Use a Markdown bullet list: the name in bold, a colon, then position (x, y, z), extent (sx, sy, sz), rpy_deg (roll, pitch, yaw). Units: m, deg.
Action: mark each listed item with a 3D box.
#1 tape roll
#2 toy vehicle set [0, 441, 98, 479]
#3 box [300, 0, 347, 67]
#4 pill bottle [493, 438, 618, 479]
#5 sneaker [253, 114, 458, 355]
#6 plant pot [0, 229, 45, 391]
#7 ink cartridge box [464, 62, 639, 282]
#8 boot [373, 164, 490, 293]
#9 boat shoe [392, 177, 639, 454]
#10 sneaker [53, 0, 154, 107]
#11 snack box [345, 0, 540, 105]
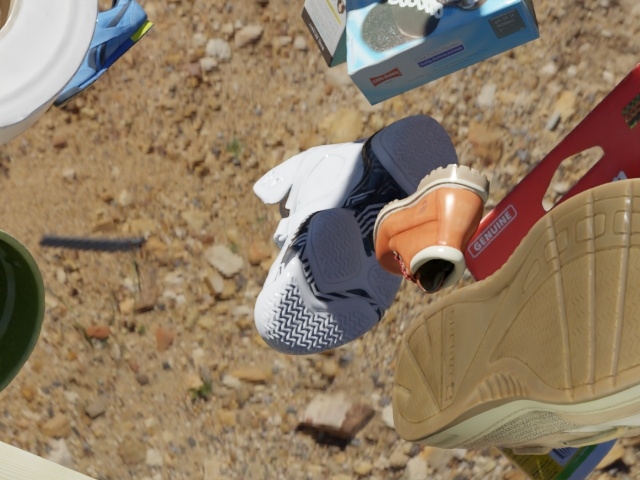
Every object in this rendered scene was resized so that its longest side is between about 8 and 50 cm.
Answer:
- **tape roll**: position (-0.343, -0.216, 0.996), extent (0.286, 0.100, 0.286), rpy_deg (4, 79, -24)
- **toy vehicle set**: position (-0.264, 0.204, 0.976), extent (0.166, 0.267, 0.035), rpy_deg (23, 72, -5)
- **box**: position (0.040, -0.352, 1.598), extent (0.060, 0.244, 0.100), rpy_deg (-21, 74, -20)
- **pill bottle**: position (0.273, 0.223, 1.545), extent (0.246, 0.136, 0.136), rpy_deg (42, 72, 13)
- **sneaker**: position (0.000, 0.000, 1.312), extent (0.137, 0.210, 0.366), rpy_deg (55, 50, -22)
- **plant pot**: position (-0.537, 0.059, 1.453), extent (0.276, 0.276, 0.254), rpy_deg (-44, 47, -18)
- **ink cartridge box**: position (0.284, 0.004, 1.053), extent (0.275, 0.239, 0.060), rpy_deg (-44, 33, -11)
- **boot**: position (0.077, 0.008, 0.896), extent (0.059, 0.158, 0.084), rpy_deg (17, 65, -11)
- **boat shoe**: position (0.161, 0.057, 0.667), extent (0.110, 0.341, 0.121), rpy_deg (16, 69, -19)
- **sneaker**: position (-0.330, -0.275, 1.630), extent (0.082, 0.069, 0.209), rpy_deg (47, 60, -17)
- **snack box**: position (0.118, -0.302, 1.214), extent (0.187, 0.060, 0.321), rpy_deg (-20, 46, 22)
